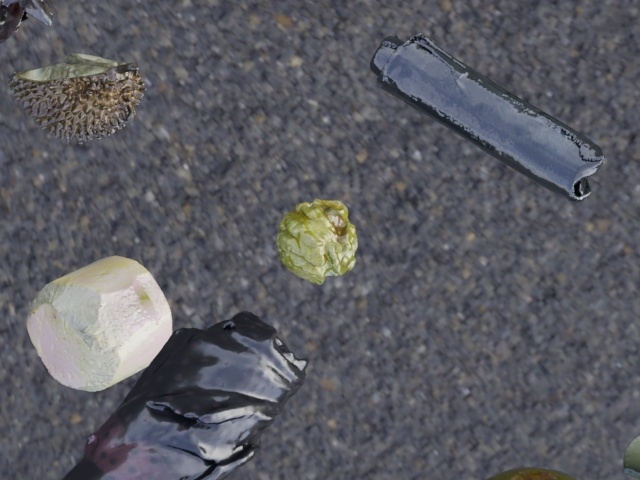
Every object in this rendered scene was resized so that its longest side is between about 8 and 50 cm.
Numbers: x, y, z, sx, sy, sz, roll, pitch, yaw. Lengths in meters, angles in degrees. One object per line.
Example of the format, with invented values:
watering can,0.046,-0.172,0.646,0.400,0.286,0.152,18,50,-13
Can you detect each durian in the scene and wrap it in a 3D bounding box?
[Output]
durian,-0.191,-0.117,1.024,0.110,0.140,0.071,-28,112,-42

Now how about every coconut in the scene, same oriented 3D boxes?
coconut,-0.255,0.096,1.473,0.153,0.147,0.147,-27,126,-46

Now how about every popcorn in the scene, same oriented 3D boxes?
popcorn,0.000,0.000,1.658,0.116,0.106,0.121,-51,150,-3

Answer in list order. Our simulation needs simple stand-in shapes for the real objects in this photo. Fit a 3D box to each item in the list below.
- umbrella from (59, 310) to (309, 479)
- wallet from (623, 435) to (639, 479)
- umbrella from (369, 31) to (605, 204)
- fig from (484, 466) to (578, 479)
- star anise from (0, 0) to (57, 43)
umbrella,-0.134,0.166,0.689,0.090,0.094,0.326,47,71,-8
wallet,0.320,0.170,0.922,0.110,0.155,0.039,-3,95,-32
umbrella,0.085,-0.065,0.632,0.133,0.031,0.036,32,96,10
fig,0.133,0.240,0.840,0.126,0.133,0.185,-16,145,-30
star anise,-0.386,-0.355,1.561,0.212,0.283,0.129,-32,144,13
